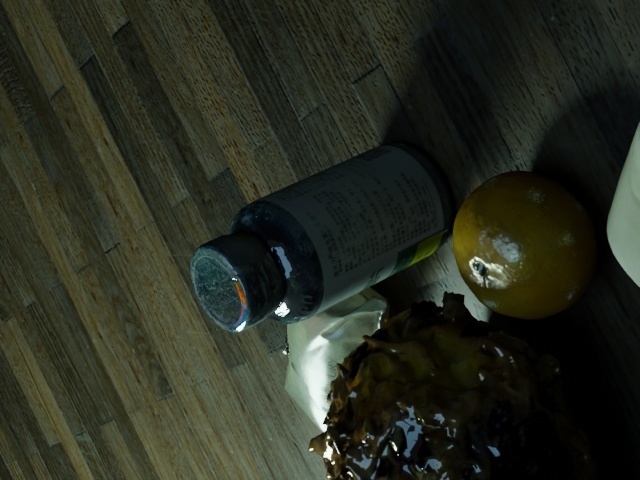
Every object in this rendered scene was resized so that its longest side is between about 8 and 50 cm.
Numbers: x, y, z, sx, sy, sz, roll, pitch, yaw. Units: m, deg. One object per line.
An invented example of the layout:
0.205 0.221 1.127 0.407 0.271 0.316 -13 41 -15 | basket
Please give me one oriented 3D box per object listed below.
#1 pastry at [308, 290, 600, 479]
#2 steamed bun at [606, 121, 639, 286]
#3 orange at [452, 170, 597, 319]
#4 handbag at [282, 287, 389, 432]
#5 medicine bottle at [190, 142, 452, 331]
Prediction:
0.155 0.281 1.532 0.337 0.292 0.405 38 138 51 | pastry
0.357 -0.015 1.213 0.242 0.164 0.146 39 137 33 | steamed bun
0.205 0.008 1.456 0.156 0.124 0.156 26 126 41 | orange
0.014 0.135 1.794 0.182 0.117 0.270 43 142 40 | handbag
0.000 0.000 1.565 0.141 0.293 0.141 30 132 40 | medicine bottle
